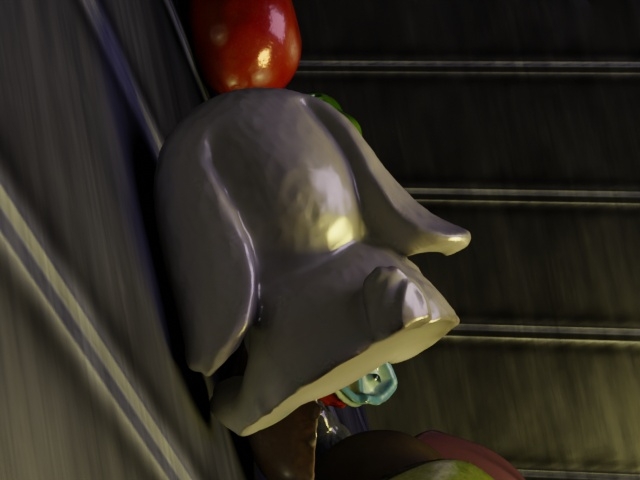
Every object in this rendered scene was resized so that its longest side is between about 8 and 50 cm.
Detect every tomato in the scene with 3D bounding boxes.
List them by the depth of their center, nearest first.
[{"bbox_3d":[-0.097,-0.272,1.834,0.195,0.136,0.195,-15,90,-86],"label":"tomato"}]

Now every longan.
[{"bbox_3d":[0.076,0.311,1.553,0.220,0.196,0.196,34,24,-25],"label":"longan"}]

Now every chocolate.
[{"bbox_3d":[-0.045,0.131,1.357,0.261,0.083,0.161,-96,-172,-69],"label":"chocolate"}]

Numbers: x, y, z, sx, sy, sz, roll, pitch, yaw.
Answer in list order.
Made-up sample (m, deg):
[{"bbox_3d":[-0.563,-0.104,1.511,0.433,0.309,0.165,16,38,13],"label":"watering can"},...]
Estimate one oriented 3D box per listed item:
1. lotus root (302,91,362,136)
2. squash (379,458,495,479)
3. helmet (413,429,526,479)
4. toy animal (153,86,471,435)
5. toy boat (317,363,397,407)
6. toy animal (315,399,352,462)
[{"bbox_3d":[-0.055,-0.122,1.869,0.186,0.186,0.186,-15,90,-87],"label":"lotus root"},{"bbox_3d":[0.103,0.339,1.390,0.309,0.210,0.233,-59,135,-73],"label":"squash"},{"bbox_3d":[0.185,0.381,1.814,0.271,0.338,0.197,-43,164,-53],"label":"helmet"},{"bbox_3d":[-0.024,-0.007,1.166,0.265,0.272,0.206,63,-25,12],"label":"toy animal"},{"bbox_3d":[0.027,0.114,1.768,0.332,0.133,0.145,58,24,-52],"label":"toy boat"},{"bbox_3d":[-0.003,0.282,1.670,0.117,0.121,0.210,-49,117,-32],"label":"toy animal"}]
